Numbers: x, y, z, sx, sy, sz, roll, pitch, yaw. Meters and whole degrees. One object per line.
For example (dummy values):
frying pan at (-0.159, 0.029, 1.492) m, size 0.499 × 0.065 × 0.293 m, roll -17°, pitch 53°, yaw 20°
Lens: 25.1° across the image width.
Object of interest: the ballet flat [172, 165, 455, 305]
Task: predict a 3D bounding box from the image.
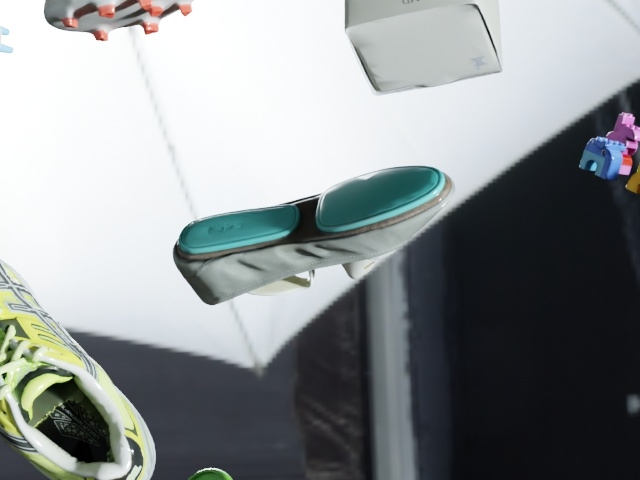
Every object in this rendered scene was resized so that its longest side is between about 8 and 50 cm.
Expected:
ballet flat at (0.000, 0.000, 1.019) m, size 0.072 × 0.213 × 0.068 m, roll -78°, pitch 150°, yaw -51°

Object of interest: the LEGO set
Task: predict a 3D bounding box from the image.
LEGO set at (0.383, -0.102, 1.656) m, size 0.227 × 0.087 × 0.093 m, roll 34°, pitch -66°, yaw 52°

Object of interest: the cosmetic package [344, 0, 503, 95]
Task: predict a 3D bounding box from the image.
cosmetic package at (0.110, -0.323, 1.577) m, size 0.129 × 0.153 × 0.296 m, roll 57°, pitch 28°, yaw -56°

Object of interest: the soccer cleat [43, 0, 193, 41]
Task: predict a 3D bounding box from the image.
soccer cleat at (-0.094, -0.187, 0.921) m, size 0.068 × 0.196 × 0.076 m, roll 14°, pitch 60°, yaw -63°

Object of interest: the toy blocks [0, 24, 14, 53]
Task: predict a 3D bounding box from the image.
toy blocks at (-0.339, -0.220, 1.303) m, size 0.123 × 0.054 × 0.148 m, roll 66°, pitch 18°, yaw 9°

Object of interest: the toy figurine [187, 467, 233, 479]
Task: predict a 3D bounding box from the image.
toy figurine at (-0.050, 0.233, 1.002) m, size 0.173 × 0.159 × 0.130 m, roll -49°, pitch -135°, yaw 26°

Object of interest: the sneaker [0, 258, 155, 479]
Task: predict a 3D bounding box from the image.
sneaker at (-0.304, 0.103, 1.395) m, size 0.145 × 0.385 × 0.147 m, roll -52°, pitch -176°, yaw -17°
